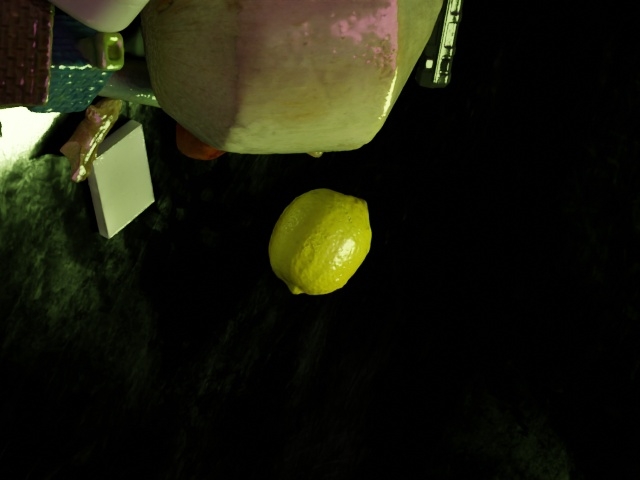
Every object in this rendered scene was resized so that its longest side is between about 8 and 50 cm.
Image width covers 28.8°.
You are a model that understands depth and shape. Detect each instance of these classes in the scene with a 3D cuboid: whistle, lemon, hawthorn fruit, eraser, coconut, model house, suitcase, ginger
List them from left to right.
[{"bbox_3d":[-0.329,-0.227,1.382,0.214,0.189,0.195,-3,103,-58],"label":"model house"},{"bbox_3d":[-0.314,-0.142,1.691,0.057,0.044,0.137,36,73,-33],"label":"ginger"},{"bbox_3d":[-0.273,-0.216,1.673,0.057,0.068,0.326,-40,161,21],"label":"whistle"},{"bbox_3d":[-0.290,-0.087,1.800,0.104,0.023,0.150,-44,147,-35],"label":"eraser"},{"bbox_3d":[-0.169,-0.155,1.878,0.081,0.093,0.081,-41,146,-36],"label":"hawthorn fruit"},{"bbox_3d":[-0.033,-0.304,1.648,0.415,0.344,0.415,-8,117,-16],"label":"coconut"},{"bbox_3d":[-0.001,0.003,2.240,0.180,0.180,0.193,-10,121,-59],"label":"lemon"},{"bbox_3d":[0.216,-0.440,2.257,0.206,0.066,0.286,-92,-172,-58],"label":"suitcase"}]

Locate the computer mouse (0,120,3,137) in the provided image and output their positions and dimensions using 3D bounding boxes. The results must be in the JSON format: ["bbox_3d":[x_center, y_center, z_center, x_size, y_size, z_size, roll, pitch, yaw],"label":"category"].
[{"bbox_3d":[-0.427,-0.146,1.468,0.135,0.047,0.079,47,60,-53],"label":"computer mouse"}]

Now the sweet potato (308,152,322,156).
[{"bbox_3d":[0.066,-0.324,2.150,0.385,0.109,0.109,-54,154,7],"label":"sweet potato"}]

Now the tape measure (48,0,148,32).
[{"bbox_3d":[-0.277,-0.360,1.320,0.130,0.258,0.265,-44,-153,32],"label":"tape measure"}]
